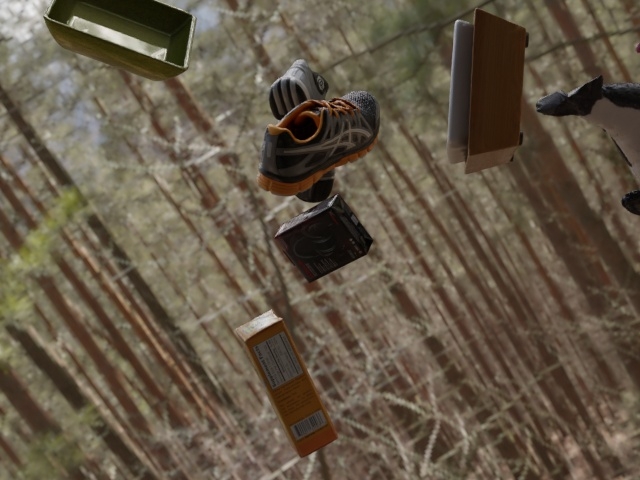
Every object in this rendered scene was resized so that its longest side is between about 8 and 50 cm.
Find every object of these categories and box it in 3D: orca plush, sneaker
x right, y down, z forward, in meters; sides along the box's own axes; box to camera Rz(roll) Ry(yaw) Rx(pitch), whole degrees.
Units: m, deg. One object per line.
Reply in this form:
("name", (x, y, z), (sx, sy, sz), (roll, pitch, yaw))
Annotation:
("orca plush", (0.357, -0.115, 1.117), (0.102, 0.287, 0.151), (-98, 30, -48))
("sneaker", (-0.011, -0.180, 1.600), (0.086, 0.228, 0.132), (3, 40, 17))
("sneaker", (0.005, -0.134, 1.222), (0.084, 0.083, 0.215), (21, 42, 27))

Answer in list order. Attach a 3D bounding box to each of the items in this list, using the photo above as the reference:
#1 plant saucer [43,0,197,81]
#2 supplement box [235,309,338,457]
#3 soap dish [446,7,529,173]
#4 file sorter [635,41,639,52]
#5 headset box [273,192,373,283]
("plant saucer", (-0.265, -0.278, 1.355), (0.188, 0.189, 0.045), (-93, 26, -56))
("supplement box", (-0.055, 0.235, 1.675), (0.080, 0.233, 0.078), (-25, 16, -12))
("soap dish", (0.272, -0.235, 1.687), (0.118, 0.228, 0.291), (3, -2, 7))
("file sorter", (0.641, -0.248, 1.523), (0.182, 0.290, 0.202), (-28, -14, -14))
("headset box", (0.000, 0.000, 1.014), (0.083, 0.062, 0.032), (-27, 18, 29))
